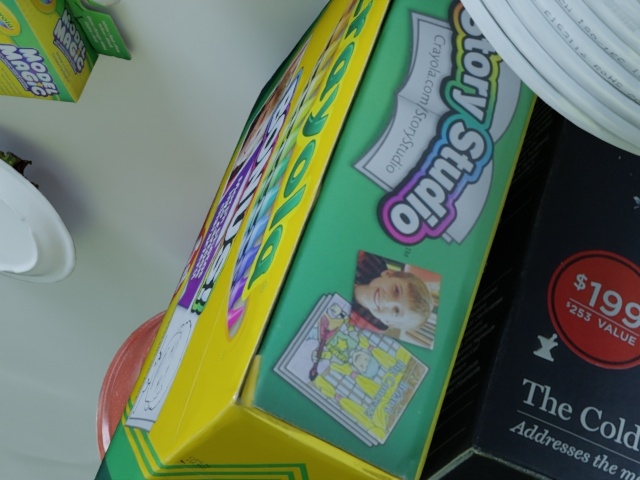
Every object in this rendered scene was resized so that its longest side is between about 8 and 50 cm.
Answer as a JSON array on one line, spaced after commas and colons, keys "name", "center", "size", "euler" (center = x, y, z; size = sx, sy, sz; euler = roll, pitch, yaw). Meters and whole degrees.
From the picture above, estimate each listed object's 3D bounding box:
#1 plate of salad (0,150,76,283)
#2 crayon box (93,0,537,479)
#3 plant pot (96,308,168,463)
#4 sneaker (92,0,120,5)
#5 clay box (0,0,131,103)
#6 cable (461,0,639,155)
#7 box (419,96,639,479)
[{"name": "plate of salad", "center": [-0.295, -0.036, 1.326], "size": [0.200, 0.048, 0.200], "euler": [22, 147, 15]}, {"name": "crayon box", "center": [0.000, 0.000, 0.878], "size": [0.106, 0.363, 0.313], "euler": [26, 150, -10]}, {"name": "plant pot", "center": [-0.008, 0.110, 1.203], "size": [0.272, 0.272, 0.265], "euler": [27, 142, -12]}, {"name": "sneaker", "center": [-0.156, -0.234, 0.886], "size": [0.094, 0.080, 0.212], "euler": [15, 141, 18]}, {"name": "clay box", "center": [-0.257, -0.161, 1.082], "size": [0.222, 0.053, 0.127], "euler": [8, 149, 22]}, {"name": "cable", "center": [0.167, -0.146, 0.638], "size": [0.257, 0.257, 0.089], "euler": [26, 145, -15]}, {"name": "box", "center": [0.246, 0.075, 0.908], "size": [0.343, 0.312, 0.179], "euler": [23, 150, -7]}]
